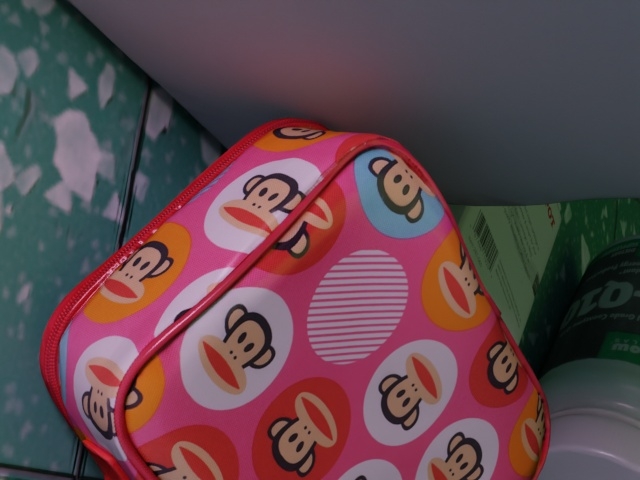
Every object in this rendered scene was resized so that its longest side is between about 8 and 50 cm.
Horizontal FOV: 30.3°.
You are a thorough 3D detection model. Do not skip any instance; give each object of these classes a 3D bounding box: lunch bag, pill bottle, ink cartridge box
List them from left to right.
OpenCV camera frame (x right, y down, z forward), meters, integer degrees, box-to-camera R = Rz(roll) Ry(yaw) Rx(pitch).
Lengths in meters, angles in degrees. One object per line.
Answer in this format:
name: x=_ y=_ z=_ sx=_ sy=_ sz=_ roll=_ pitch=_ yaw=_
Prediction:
lunch bag: x=-0.011 y=0.106 z=0.665 sx=0.258 sy=0.120 sz=0.293 roll=-45 pitch=127 yaw=-21
ink cartridge box: x=0.118 y=0.001 z=0.981 sx=0.219 sy=0.093 sz=0.160 roll=-62 pitch=140 yaw=-39
pill bottle: x=0.336 y=0.166 z=1.267 sx=0.361 sy=0.204 sz=0.204 roll=-53 pitch=135 yaw=-47

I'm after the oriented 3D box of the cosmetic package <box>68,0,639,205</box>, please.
cosmetic package: x=0.087 y=-0.262 z=0.676 sx=0.327 sy=0.330 sz=0.393 roll=45 pitch=52 yaw=-52
